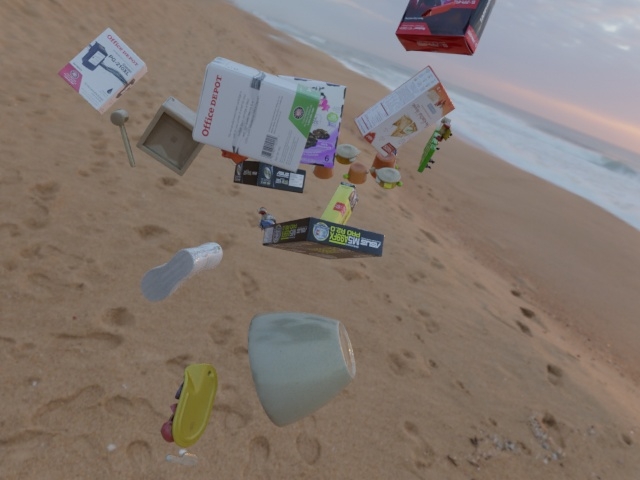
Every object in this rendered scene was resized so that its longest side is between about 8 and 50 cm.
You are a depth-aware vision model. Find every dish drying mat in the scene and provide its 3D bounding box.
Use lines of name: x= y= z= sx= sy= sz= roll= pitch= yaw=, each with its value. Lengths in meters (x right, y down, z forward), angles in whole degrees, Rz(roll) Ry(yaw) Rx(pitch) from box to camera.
dish drying mat: x=0.251 y=-0.487 z=1.040 sx=0.083 sy=0.008 sz=0.032 roll=-27 pitch=4 yaw=-30

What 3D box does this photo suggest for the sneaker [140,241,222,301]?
sneaker: x=-0.433 y=0.099 z=1.571 sx=0.169 sy=0.292 sz=0.108 roll=-20 pitch=82 yaw=-57

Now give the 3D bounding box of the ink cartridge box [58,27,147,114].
ink cartridge box: x=-0.754 y=-0.590 z=1.725 sx=0.172 sy=0.237 sz=0.100 roll=45 pitch=-8 yaw=-14

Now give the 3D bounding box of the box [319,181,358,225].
box: x=0.054 y=-0.085 z=1.672 sx=0.058 sy=0.087 sz=0.232 roll=17 pitch=58 yaw=24

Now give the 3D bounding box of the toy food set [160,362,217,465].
toy food set: x=-0.302 y=0.375 z=1.084 sx=0.071 sy=0.217 sz=0.128 roll=6 pitch=-18 yaw=23

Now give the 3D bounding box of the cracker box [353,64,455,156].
cracker box: x=0.223 y=-0.333 z=1.300 sx=0.156 sy=0.232 sz=0.067 roll=21 pitch=41 yaw=-59

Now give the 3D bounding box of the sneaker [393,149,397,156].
sneaker: x=0.272 y=-0.403 z=2.030 sx=0.083 sy=0.223 sz=0.098 roll=2 pitch=-28 yaw=40

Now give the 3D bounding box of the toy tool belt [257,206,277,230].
toy tool belt: x=-0.155 y=-0.050 z=1.408 sx=0.052 sy=0.083 sz=0.051 roll=-5 pitch=51 yaw=18

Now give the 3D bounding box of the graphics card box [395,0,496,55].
graphics card box: x=0.391 y=-0.722 z=1.403 sx=0.233 sy=0.371 sz=0.094 roll=23 pitch=-2 yaw=39

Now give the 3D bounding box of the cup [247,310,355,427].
cup: x=-0.034 y=0.344 z=1.424 sx=0.237 sy=0.331 sz=0.331 roll=-16 pitch=20 yaw=10

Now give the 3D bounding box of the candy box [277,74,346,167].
candy box: x=-0.034 y=-0.288 z=1.196 sx=0.165 sy=0.196 sz=0.070 roll=8 pitch=17 yaw=-3

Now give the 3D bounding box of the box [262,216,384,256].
box: x=0.000 y=0.000 z=1.286 sx=0.216 sy=0.060 sz=0.270 roll=13 pitch=-9 yaw=-29

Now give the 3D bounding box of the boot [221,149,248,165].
boot: x=-0.247 y=-0.267 z=1.360 sx=0.059 sy=0.085 sz=0.158 roll=59 pitch=3 yaw=35

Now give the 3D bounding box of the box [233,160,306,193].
box: x=-0.162 y=-0.206 z=1.582 sx=0.180 sy=0.077 sz=0.147 roll=5 pitch=6 yaw=-39

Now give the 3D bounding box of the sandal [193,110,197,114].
sandal: x=-0.338 y=-0.334 z=1.383 sx=0.088 sy=0.240 sz=0.079 roll=64 pitch=4 yaw=0

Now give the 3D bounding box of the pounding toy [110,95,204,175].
pounding toy: x=-0.394 y=-0.255 z=1.187 sx=0.206 sy=0.181 sz=0.094 roll=35 pitch=24 yaw=-18

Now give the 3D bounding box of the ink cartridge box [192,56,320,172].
ink cartridge box: x=-0.127 y=-0.252 z=0.988 sx=0.219 sy=0.160 sz=0.092 roll=17 pitch=28 yaw=-9

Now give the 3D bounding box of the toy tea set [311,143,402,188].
toy tea set: x=0.137 y=-0.254 z=1.836 sx=0.336 sy=0.124 sz=0.200 roll=11 pitch=45 yaw=4

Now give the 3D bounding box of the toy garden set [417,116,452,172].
toy garden set: x=0.462 y=-0.390 z=1.925 sx=0.049 sy=0.203 sz=0.244 roll=27 pitch=37 yaw=1
